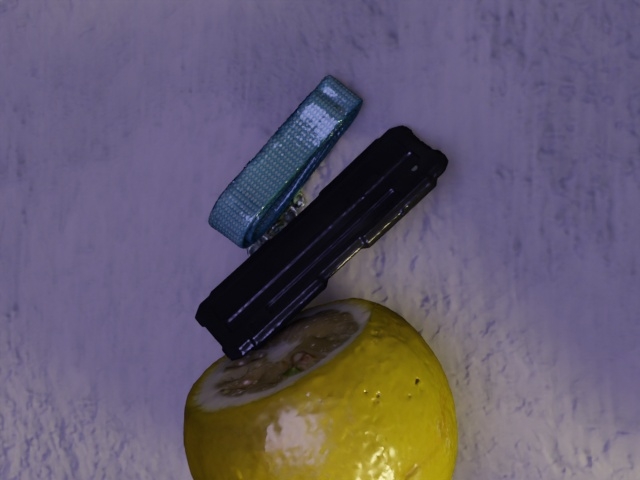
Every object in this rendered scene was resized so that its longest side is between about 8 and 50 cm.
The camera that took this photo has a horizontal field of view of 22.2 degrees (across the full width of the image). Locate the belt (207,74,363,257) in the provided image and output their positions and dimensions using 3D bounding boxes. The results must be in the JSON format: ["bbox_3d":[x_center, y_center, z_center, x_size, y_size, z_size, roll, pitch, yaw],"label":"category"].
[{"bbox_3d":[-0.029,-0.068,1.515,0.065,0.100,0.179,41,89,12],"label":"belt"}]

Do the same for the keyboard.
[{"bbox_3d":[0.000,0.000,1.465,0.262,0.016,0.106,-43,36,-3],"label":"keyboard"}]

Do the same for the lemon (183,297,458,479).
[{"bbox_3d":[0.010,0.186,1.432,0.240,0.240,0.219,-21,106,17],"label":"lemon"}]
